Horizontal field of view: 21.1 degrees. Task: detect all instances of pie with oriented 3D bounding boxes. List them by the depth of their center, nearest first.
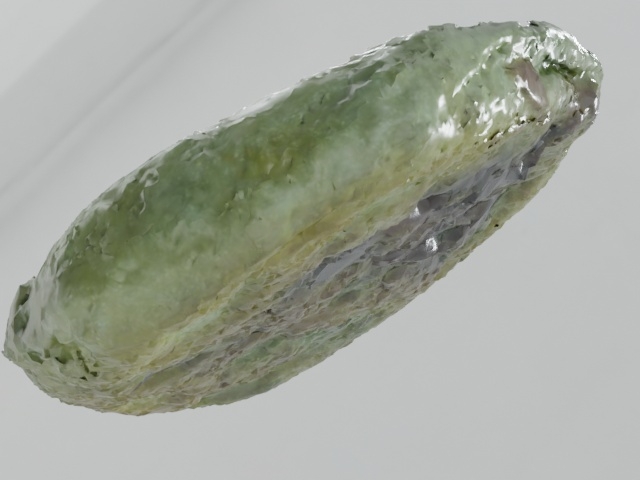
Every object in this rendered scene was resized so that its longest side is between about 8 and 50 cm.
[{"bbox_3d":[0.000,0.000,0.780,0.323,0.323,0.070,-31,-104,13],"label":"pie"}]
